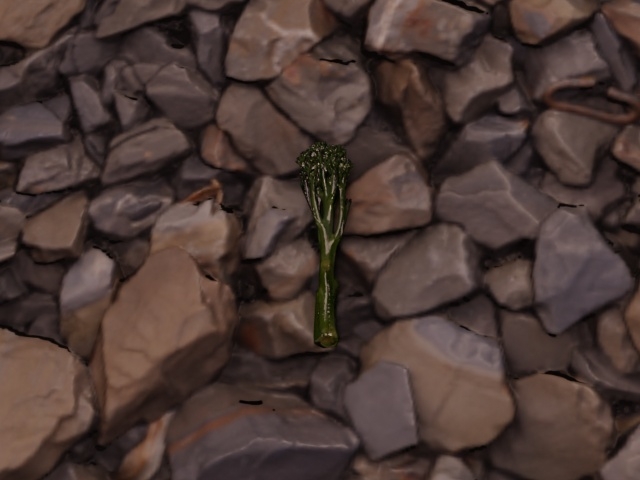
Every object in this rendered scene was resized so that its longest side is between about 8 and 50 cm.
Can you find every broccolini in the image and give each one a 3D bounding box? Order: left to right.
[{"bbox_3d":[0.000,0.000,0.941,0.035,0.030,0.140,16,64,-29],"label":"broccolini"}]
